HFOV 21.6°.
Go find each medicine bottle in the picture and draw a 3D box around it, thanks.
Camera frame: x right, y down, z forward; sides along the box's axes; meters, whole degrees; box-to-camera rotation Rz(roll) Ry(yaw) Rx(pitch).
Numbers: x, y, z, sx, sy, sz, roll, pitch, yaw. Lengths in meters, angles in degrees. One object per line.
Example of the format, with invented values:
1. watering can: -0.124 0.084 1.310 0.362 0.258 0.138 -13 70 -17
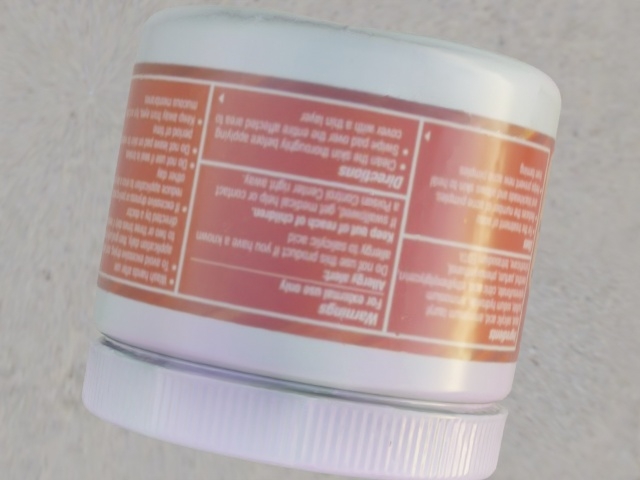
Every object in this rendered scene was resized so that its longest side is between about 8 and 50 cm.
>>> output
1. medicine bottle: 0.000 0.000 0.988 0.252 0.252 0.241 11 90 -9
